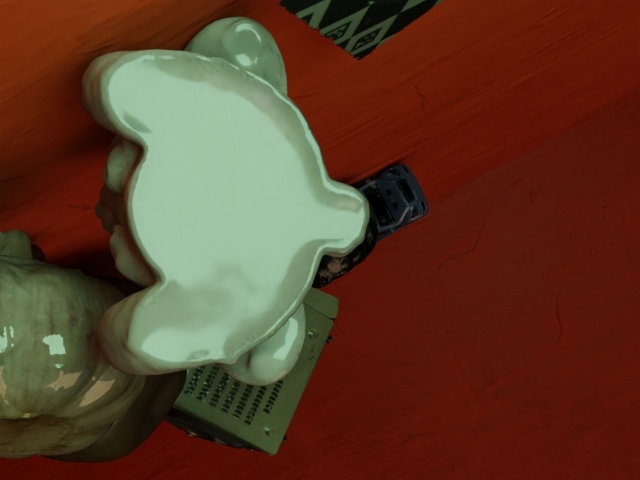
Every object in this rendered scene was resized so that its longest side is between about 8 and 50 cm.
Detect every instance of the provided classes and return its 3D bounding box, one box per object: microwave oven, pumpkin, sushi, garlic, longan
[{"bbox_3d":[-0.175,0.217,1.427,0.394,0.247,0.332,-17,-134,63],"label":"microwave oven"},{"bbox_3d":[0.000,0.000,1.458,0.233,0.163,0.233,-33,178,-1],"label":"pumpkin"},{"bbox_3d":[0.080,-0.219,0.498,0.220,0.047,0.231,-33,177,15],"label":"sushi"},{"bbox_3d":[-0.258,0.068,0.636,0.219,0.212,0.218,-12,146,-8],"label":"garlic"},{"bbox_3d":[-0.339,0.181,1.072,0.289,0.288,0.350,-26,173,-10],"label":"longan"}]

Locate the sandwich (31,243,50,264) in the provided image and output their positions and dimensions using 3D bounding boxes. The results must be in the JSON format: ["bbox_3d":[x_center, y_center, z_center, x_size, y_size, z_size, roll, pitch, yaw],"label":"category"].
[{"bbox_3d":[-0.455,0.132,0.793,0.325,0.131,0.262,-33,173,24],"label":"sandwich"}]

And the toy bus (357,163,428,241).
[{"bbox_3d":[0.094,-0.051,1.615,0.133,0.125,0.292,-23,174,-40],"label":"toy bus"}]

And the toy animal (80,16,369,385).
[{"bbox_3d":[-0.084,-0.025,0.611,0.206,0.271,0.265,-6,-178,-11],"label":"toy animal"}]
